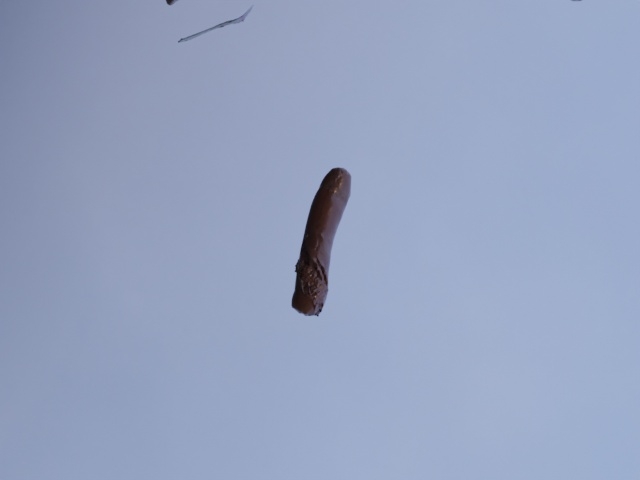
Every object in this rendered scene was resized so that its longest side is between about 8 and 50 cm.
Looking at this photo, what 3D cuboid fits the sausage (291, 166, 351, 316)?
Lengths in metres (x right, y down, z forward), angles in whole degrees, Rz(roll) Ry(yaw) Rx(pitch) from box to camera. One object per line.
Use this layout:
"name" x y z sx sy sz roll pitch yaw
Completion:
"sausage" 0.001 0.000 2.222 0.078 0.078 0.304 -23 -132 52

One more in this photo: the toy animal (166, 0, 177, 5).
"toy animal" -0.219 -0.485 1.691 0.166 0.250 0.154 -34 -169 1

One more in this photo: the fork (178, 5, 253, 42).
"fork" -0.136 -0.283 1.570 0.012 0.115 0.016 57 -18 16
